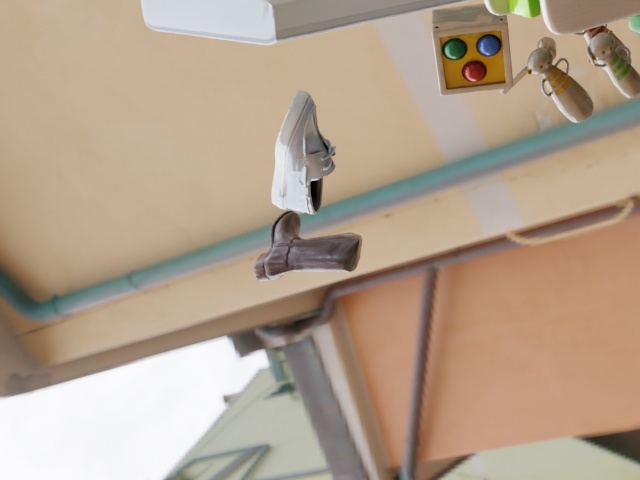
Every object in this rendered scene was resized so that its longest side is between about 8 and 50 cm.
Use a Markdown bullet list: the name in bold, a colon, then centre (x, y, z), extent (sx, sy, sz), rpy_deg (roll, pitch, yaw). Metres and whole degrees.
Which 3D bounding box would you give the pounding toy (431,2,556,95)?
- **pounding toy**: centre (0.304, -0.308, 2.044), extent (0.094, 0.206, 0.181), rpy_deg (-83, -16, -52)

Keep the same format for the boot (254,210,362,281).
- **boot**: centre (0.000, 0.000, 1.197), extent (0.037, 0.114, 0.106), rpy_deg (59, -144, -31)

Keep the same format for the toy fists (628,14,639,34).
- **toy fists**: centre (0.467, -0.380, 1.488), extent (0.142, 0.096, 0.279), rpy_deg (16, -81, -27)

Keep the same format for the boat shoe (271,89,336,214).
- **boat shoe**: centre (-0.016, -0.117, 1.641), extent (0.227, 0.081, 0.079), rpy_deg (99, -168, -54)

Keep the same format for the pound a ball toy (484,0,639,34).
- **pound a ball toy**: centre (0.176, -0.348, 0.963), extent (0.208, 0.136, 0.319), rpy_deg (-134, 28, -65)

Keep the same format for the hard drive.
- **hard drive**: centre (0.019, -0.269, 1.283), extent (0.353, 0.233, 0.047), rpy_deg (-18, -67, -36)

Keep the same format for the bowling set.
- **bowling set**: centre (0.499, -0.336, 1.948), extent (0.154, 0.200, 0.287), rpy_deg (45, -108, -23)
